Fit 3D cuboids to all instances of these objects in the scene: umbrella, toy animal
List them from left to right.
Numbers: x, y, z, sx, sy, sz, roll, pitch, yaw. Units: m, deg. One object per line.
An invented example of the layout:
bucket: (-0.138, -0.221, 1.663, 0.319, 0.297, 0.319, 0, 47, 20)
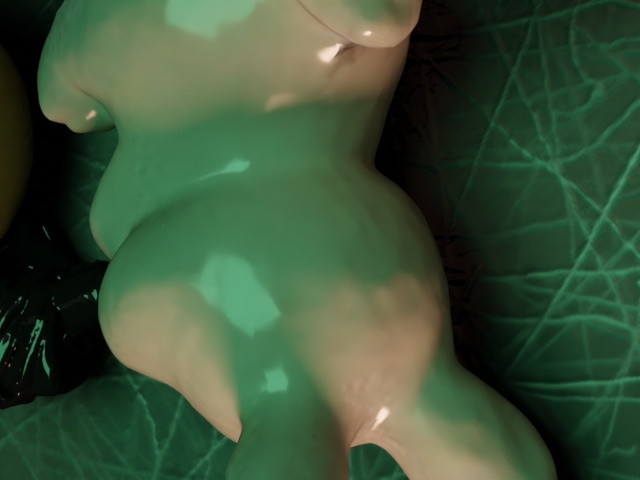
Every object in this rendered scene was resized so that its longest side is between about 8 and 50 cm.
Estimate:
umbrella: (-0.241, 0.070, 1.100, 0.272, 0.110, 0.122, -23, 38, 26)
toy animal: (-0.005, 0.000, 0.875, 0.241, 0.196, 0.368, -28, 72, 58)

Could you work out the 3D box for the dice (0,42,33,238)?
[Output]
dice: (-0.344, -0.068, 1.044, 0.233, 0.238, 0.227, 7, 53, 40)
